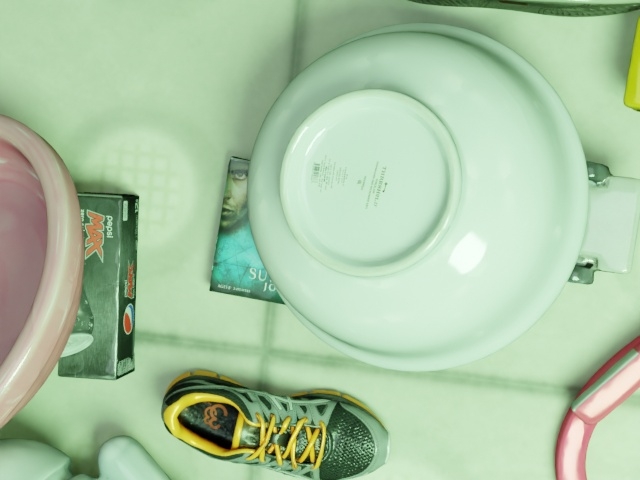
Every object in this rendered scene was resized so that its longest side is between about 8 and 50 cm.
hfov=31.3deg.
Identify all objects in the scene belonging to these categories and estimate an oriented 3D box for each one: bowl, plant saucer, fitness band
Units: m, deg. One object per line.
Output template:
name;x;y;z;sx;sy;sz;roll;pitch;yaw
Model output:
bowl;0.057;-0.041;0.909;0.298;0.134;0.297;-1;86;19
plant saucer;-0.331;0.050;0.990;0.332;0.084;0.332;-13;61;24
fitness band;0.339;0.169;0.982;0.291;0.054;0.209;-41;90;9

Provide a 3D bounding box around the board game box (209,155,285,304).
board game box;0.000;0.000;1.029;0.186;0.026;0.126;9;95;7

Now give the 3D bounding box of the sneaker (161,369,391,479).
sneaker;-0.044;0.173;1.018;0.215;0.083;0.084;9;93;6

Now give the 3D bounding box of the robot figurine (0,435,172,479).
robot figurine;-0.236;0.314;0.994;0.353;0.200;0.300;42;71;3

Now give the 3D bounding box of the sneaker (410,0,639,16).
sneaker;0.179;-0.255;0.960;0.222;0.083;0.118;7;94;9

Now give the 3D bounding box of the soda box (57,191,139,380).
soda box;-0.203;0.041;1.047;0.060;0.053;0.168;3;93;8

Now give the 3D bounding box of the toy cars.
toy cars;0.265;-0.077;0.962;0.394;0.087;0.176;-32;79;12
